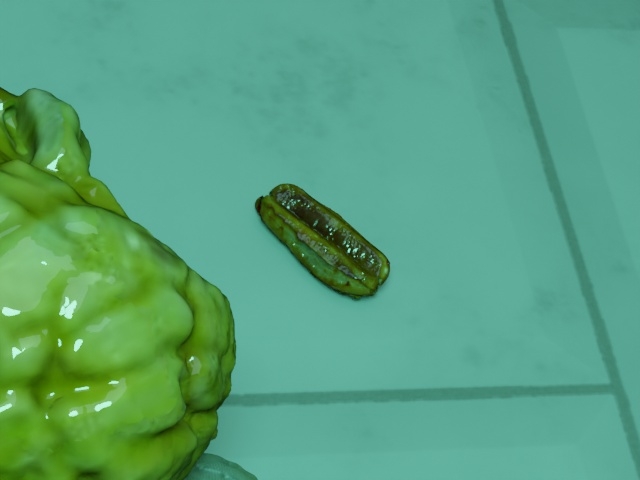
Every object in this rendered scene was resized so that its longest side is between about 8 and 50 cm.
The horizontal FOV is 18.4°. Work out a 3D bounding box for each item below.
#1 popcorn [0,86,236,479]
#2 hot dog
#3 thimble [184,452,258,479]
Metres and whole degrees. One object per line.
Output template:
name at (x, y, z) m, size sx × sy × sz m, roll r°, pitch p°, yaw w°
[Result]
popcorn at (-0.272, 0.073, 1.479) m, size 0.354 × 0.344 × 0.390 m, roll -21°, pitch 63°, yaw -38°
hot dog at (-0.001, 0.001, 1.819) m, size 0.144 × 0.038 × 0.062 m, roll 38°, pitch 55°, yaw 14°
thimble at (-0.099, 0.226, 1.580) m, size 0.115 × 0.102 × 0.090 m, roll 38°, pitch 45°, yaw -27°
